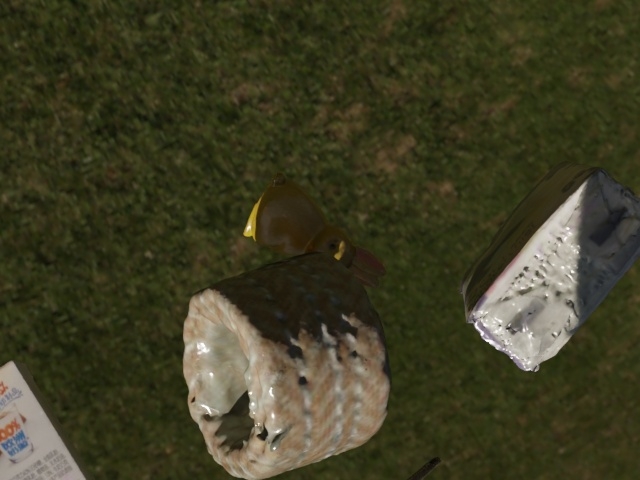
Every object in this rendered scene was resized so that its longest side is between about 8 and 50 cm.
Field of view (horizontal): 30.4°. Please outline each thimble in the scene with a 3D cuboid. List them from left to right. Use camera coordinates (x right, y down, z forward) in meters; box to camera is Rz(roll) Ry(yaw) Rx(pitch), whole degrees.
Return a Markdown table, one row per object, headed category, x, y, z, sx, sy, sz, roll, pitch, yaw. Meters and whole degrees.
| category | x | y | z | sx | sy | sz | roll | pitch | yaw |
| --- | --- | --- | --- | --- | --- | --- | --- | --- | --- |
| thimble | -0.041 | 0.124 | 1.151 | 0.148 | 0.196 | 0.229 | -14 | 168 | -28 |

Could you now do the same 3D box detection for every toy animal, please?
| category | x | y | z | sx | sy | sz | roll | pitch | yaw |
| --- | --- | --- | --- | --- | --- | --- | --- | --- | --- |
| toy animal | 0.000 | -0.001 | 1.286 | 0.070 | 0.159 | 0.083 | -44 | 167 | -49 |

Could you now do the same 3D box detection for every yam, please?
| category | x | y | z | sx | sy | sz | roll | pitch | yaw |
| --- | --- | --- | --- | --- | --- | --- | --- | --- | --- |
| yam | 0.121 | 0.302 | 1.498 | 0.107 | 0.014 | 0.014 | -29 | 151 | -45 |

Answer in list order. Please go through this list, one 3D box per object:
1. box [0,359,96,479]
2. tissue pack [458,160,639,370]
| category | x | y | z | sx | sy | sz | roll | pitch | yaw |
| --- | --- | --- | --- | --- | --- | --- | --- | --- | --- |
| box | -0.382 | 0.315 | 1.310 | 0.273 | 0.265 | 0.048 | -33 | 169 | -3 |
| tissue pack | 0.289 | 0.020 | 1.487 | 0.242 | 0.125 | 0.343 | -50 | 178 | 7 |
